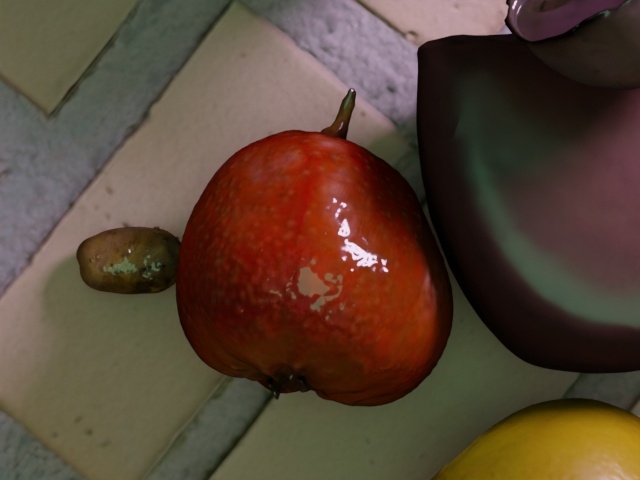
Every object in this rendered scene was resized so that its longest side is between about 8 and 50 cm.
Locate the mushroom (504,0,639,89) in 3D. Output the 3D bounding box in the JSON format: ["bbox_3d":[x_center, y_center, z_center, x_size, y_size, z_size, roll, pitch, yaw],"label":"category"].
[{"bbox_3d":[0.203,-0.165,0.976,0.117,0.141,0.188,43,69,-19],"label":"mushroom"}]

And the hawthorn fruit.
[{"bbox_3d":[0.000,0.000,1.095,0.196,0.196,0.226,9,75,1],"label":"hawthorn fruit"}]

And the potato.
[{"bbox_3d":[-0.140,0.015,1.163,0.083,0.040,0.051,0,66,6],"label":"potato"}]

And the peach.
[{"bbox_3d":[0.173,0.225,1.078,0.230,0.231,0.231,0,89,0],"label":"peach"}]

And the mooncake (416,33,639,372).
[{"bbox_3d":[0.220,-0.061,1.097,0.333,0.174,0.326,31,85,8],"label":"mooncake"}]
